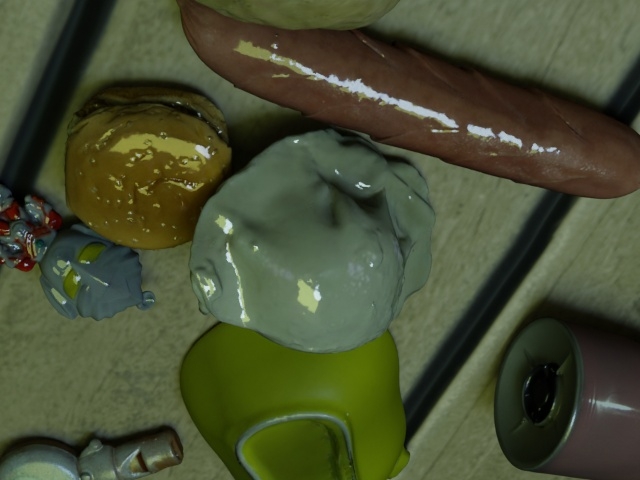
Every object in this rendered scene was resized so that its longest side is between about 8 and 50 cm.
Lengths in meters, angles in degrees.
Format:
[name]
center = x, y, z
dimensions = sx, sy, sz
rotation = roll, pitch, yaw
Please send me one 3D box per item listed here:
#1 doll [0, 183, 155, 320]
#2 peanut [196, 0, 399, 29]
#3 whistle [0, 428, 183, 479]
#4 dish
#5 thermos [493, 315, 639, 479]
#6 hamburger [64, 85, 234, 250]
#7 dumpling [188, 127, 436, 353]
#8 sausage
[doll]
center = -0.226, 0.016, 1.122
dimensions = 0.180, 0.079, 0.094
rotation = 33, 86, -17
[peanut]
center = -0.072, -0.273, 0.876
dimensions = 0.174, 0.158, 0.340
rotation = -40, 128, -11
[whistle]
center = -0.248, 0.241, 1.289
dimensions = 0.220, 0.057, 0.107
rotation = -19, 110, 5
[dish]
center = -0.018, 0.192, 1.231
dimensions = 0.221, 0.108, 0.262
rotation = -14, 124, 8
[thermos]
center = 0.321, 0.156, 1.214
dimensions = 0.265, 0.146, 0.177
rotation = 11, 99, -20
[hamburger]
center = -0.143, -0.059, 1.063
dimensions = 0.147, 0.083, 0.138
rotation = 5, 129, -3
[dumpling]
center = 0.000, 0.000, 1.078
dimensions = 0.258, 0.147, 0.193
rotation = -4, 110, -34
[sausage]
center = 0.081, -0.116, 1.033
dimensions = 0.433, 0.088, 0.088
rotation = 17, 123, -13
